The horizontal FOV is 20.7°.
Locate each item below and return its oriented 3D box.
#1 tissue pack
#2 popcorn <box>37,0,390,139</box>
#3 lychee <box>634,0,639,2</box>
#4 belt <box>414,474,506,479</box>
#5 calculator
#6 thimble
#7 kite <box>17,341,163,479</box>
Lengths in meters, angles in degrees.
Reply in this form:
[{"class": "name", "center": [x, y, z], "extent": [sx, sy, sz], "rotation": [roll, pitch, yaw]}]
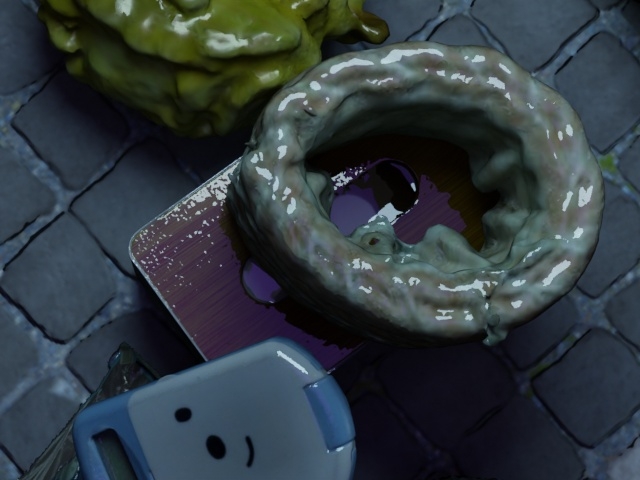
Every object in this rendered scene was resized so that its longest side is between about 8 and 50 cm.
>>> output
[{"class": "tissue pack", "center": [0.001, 0.001, 1.277], "extent": [0.246, 0.136, 0.159], "rotation": [-37, 88, -8]}, {"class": "popcorn", "center": [-0.076, -0.183, 1.275], "extent": [0.266, 0.192, 0.233], "rotation": [3, 53, -2]}, {"class": "lychee", "center": [0.346, -0.253, 1.278], "extent": [0.300, 0.264, 0.264], "rotation": [7, 82, 17]}, {"class": "belt", "center": [0.104, 0.274, 1.245], "extent": [0.257, 0.150, 0.207], "rotation": [1, 91, -4]}, {"class": "calculator", "center": [-0.075, 0.144, 1.180], "extent": [0.210, 0.039, 0.121], "rotation": [-20, 91, 18]}, {"class": "thimble", "center": [0.063, -0.032, 1.145], "extent": [0.229, 0.148, 0.196], "rotation": [29, 81, -3]}, {"class": "kite", "center": [-0.147, 0.240, 1.230], "extent": [0.406, 0.014, 0.368], "rotation": [-11, 59, 19]}]
